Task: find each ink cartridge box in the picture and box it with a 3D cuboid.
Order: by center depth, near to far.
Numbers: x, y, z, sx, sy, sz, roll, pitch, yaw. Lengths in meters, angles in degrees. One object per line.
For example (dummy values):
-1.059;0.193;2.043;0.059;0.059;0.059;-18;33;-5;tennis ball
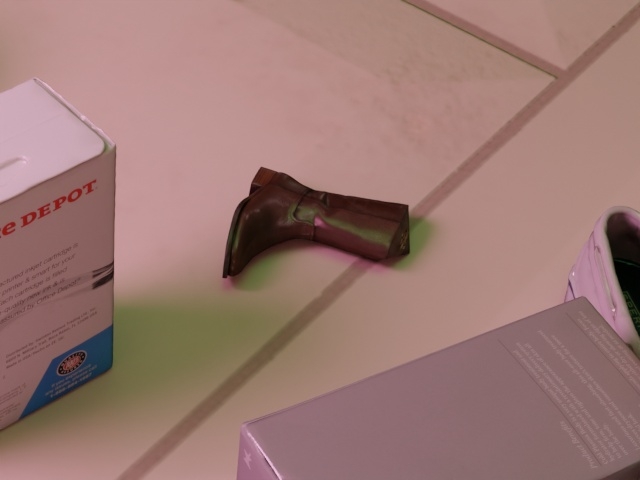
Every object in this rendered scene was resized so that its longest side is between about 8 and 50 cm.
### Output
-0.195;0.020;1.126;0.139;0.191;0.082;-29;54;-31;ink cartridge box

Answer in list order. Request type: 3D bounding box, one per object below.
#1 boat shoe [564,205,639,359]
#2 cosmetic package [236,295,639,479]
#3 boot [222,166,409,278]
0.225;0.083;1.181;0.095;0.084;0.258;-17;48;-22;boat shoe
0.081;0.136;1.103;0.238;0.107;0.127;-19;50;-20;cosmetic package
0.000;0.000;1.283;0.114;0.037;0.106;18;47;6;boot
